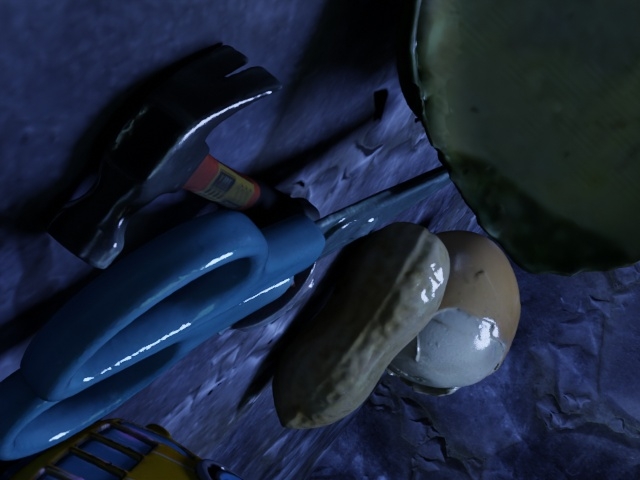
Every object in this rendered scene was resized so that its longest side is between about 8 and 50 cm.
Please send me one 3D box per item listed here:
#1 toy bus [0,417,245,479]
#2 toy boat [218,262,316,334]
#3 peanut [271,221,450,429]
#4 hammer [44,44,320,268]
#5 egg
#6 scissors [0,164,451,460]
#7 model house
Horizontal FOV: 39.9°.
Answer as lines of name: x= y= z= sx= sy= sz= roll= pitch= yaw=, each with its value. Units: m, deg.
toy bus: x=-0.127 y=0.181 z=0.512 sx=0.126 sy=0.136 sz=0.209 roll=-54 pitch=176 yaw=5
toy boat: x=-0.050 y=0.031 z=0.633 sx=0.096 sy=0.034 sz=0.122 roll=-40 pitch=162 yaw=2
peanut: x=0.038 y=0.096 z=0.962 sx=0.274 sy=0.111 sz=0.125 roll=-52 pitch=-177 yaw=13
hammer: x=-0.045 y=-0.025 z=0.492 sx=0.111 sy=0.033 sz=0.287 roll=-52 pitch=168 yaw=2
egg: x=0.172 y=0.093 z=1.211 sx=0.244 sy=0.201 sz=0.201 roll=-59 pitch=172 yaw=-29
scissors: x=0.000 y=0.000 z=0.546 sx=0.447 sy=0.029 sz=0.192 roll=-27 pitch=166 yaw=-47
model house: x=0.192 y=-0.178 z=0.575 sx=0.321 sy=0.261 sz=0.266 roll=-38 pitch=-163 yaw=15
